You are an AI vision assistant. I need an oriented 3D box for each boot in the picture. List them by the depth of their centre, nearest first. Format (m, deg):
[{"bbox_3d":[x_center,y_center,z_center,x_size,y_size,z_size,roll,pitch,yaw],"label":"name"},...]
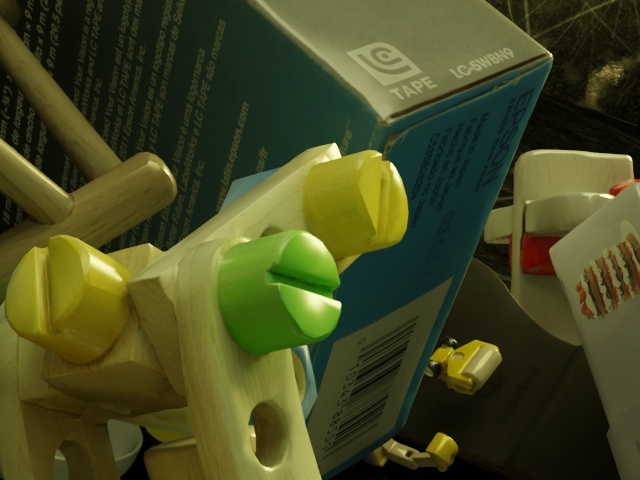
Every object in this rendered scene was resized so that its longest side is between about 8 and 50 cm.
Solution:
[{"bbox_3d":[0.107,0.093,0.857,0.305,0.112,0.115,28,-14,48],"label":"boot"}]

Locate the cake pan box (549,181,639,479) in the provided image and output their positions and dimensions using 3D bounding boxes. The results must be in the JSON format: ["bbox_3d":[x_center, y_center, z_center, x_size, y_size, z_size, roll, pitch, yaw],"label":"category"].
[{"bbox_3d":[0.243,0.113,0.692,0.245,0.070,0.267,9,53,-32],"label":"cake pan box"}]

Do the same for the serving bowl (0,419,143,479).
[{"bbox_3d":[-0.120,0.087,0.660,0.083,0.027,0.083,17,13,-4],"label":"serving bowl"}]

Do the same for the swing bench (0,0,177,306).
[{"bbox_3d":[-0.221,-0.013,0.533,0.165,0.255,0.253,42,1,-30],"label":"swing bench"}]

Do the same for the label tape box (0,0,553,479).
[{"bbox_3d":[-0.077,-0.075,0.714,0.106,0.241,0.333,-27,58,-37],"label":"label tape box"}]

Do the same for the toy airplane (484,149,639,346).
[{"bbox_3d":[0.313,0.021,1.103,0.384,0.272,0.386,-18,2,33],"label":"toy airplane"}]

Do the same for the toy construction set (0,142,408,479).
[{"bbox_3d":[-0.092,0.077,0.348,0.327,0.215,0.151,0,-10,-42],"label":"toy construction set"}]

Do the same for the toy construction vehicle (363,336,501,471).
[{"bbox_3d":[0.043,0.080,0.808,0.098,0.035,0.086,7,43,37],"label":"toy construction vehicle"}]
